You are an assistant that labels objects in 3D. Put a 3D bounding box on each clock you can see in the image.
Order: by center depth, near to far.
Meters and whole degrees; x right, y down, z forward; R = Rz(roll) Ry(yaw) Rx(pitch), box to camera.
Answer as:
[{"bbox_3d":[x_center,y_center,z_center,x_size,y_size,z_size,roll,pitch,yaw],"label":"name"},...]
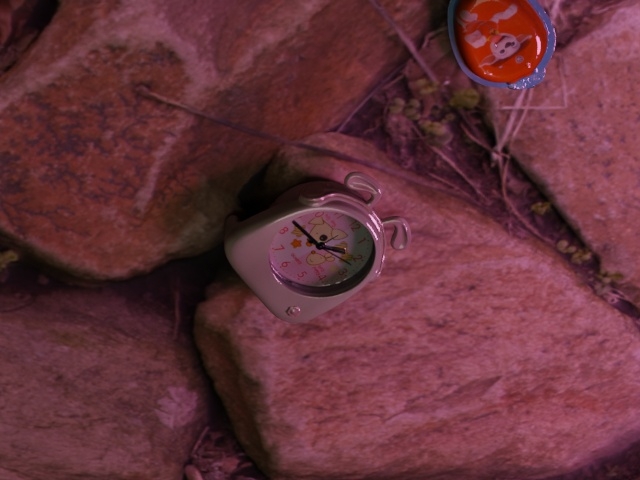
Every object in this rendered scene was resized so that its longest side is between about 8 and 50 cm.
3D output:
[{"bbox_3d":[0.000,0.000,1.826,0.191,0.062,0.151,-29,123,15],"label":"clock"}]

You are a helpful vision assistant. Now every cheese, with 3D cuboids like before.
[{"bbox_3d":[0.163,-0.250,1.671,0.106,0.037,0.256,-26,125,12],"label":"cheese"}]
